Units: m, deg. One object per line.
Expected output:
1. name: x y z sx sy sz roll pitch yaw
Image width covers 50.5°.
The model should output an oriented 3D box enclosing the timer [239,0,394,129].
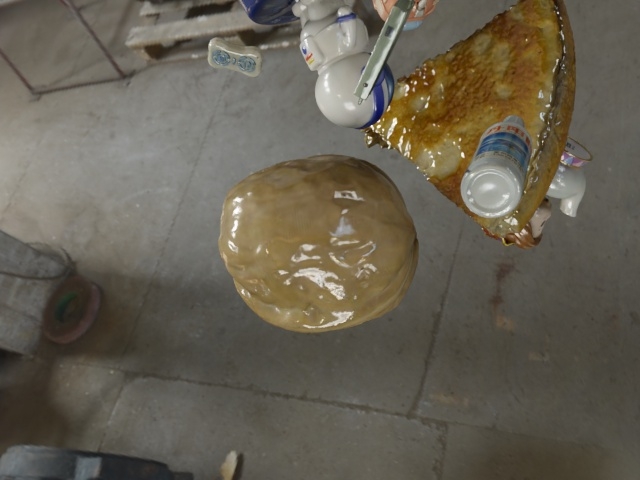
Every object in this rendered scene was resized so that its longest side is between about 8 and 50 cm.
1. timer: 0.011 -0.375 1.178 0.270 0.270 0.383 -22 92 20

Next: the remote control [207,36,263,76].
1. remote control: -0.189 -0.405 1.504 0.122 0.074 0.032 12 51 -2

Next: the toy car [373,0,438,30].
1. toy car: 0.225 -0.666 1.761 0.181 0.270 0.212 -9 89 -8

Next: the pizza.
1. pizza: 0.250 -0.232 1.233 0.406 0.130 0.439 10 84 37

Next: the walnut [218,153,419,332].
1. walnut: 0.000 0.000 1.280 0.381 0.381 0.381 -15 56 25

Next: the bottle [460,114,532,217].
1. bottle: 0.192 -0.091 0.720 0.060 0.060 0.217 -14 19 26

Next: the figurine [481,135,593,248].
1. figurine: 0.436 -0.093 1.403 0.189 0.142 0.263 38 124 12

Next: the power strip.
1. power strip: 0.069 -0.212 0.772 0.136 0.019 0.051 -63 0 39
